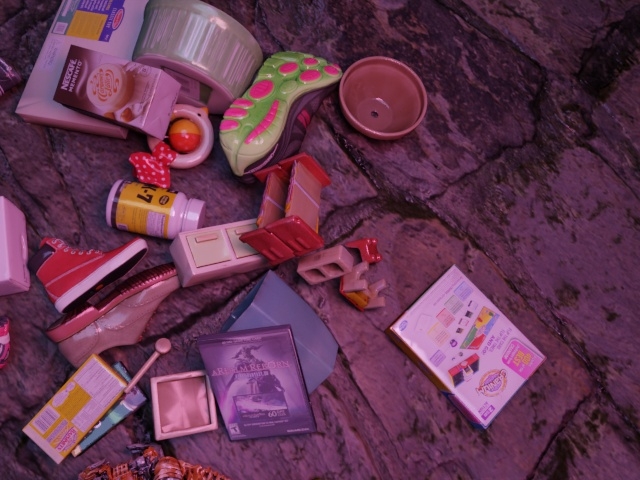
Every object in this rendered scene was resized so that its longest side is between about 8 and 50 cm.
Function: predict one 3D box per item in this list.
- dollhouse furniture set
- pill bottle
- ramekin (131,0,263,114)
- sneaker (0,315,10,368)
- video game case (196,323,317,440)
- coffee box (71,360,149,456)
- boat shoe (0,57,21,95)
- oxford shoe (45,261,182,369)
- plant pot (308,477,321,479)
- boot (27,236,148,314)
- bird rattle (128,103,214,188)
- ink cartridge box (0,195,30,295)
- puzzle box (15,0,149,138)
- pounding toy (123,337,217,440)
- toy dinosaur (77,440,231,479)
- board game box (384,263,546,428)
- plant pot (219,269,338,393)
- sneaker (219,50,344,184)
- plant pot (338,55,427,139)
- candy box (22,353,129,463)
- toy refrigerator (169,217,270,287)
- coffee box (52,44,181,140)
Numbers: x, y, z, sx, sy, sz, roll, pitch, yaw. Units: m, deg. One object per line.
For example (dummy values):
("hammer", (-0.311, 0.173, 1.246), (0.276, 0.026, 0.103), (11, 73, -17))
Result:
("dollhouse furniture set", (0.000, 0.000, 1.285), (0.374, 0.152, 0.201), (44, 40, -37))
("pill bottle", (-0.386, -0.067, 1.301), (0.208, 0.119, 0.119), (12, 71, -5))
("ramekin", (-0.307, -0.437, 1.342), (0.303, 0.303, 0.148), (19, 79, -2))
("sneaker", (-0.815, 0.222, 1.154), (0.299, 0.121, 0.112), (2, 103, 0))
("video game case", (-0.129, 0.305, 1.154), (0.196, 0.026, 0.274), (-8, 116, 8))
("coffee box", (-0.481, 0.364, 1.191), (0.184, 0.040, 0.113), (-37, 82, -17))
("boat shoe", (-0.882, -0.493, 1.369), (0.306, 0.113, 0.105), (44, 65, 4))
("oxford shoe", (-0.425, 0.159, 1.246), (0.348, 0.123, 0.130), (-30, 106, -17))
("plant pot", (-0.072, 0.620, 1.080), (0.207, 0.228, 0.227), (-12, 75, -4))
("boot", (-0.540, 0.029, 1.268), (0.244, 0.088, 0.176), (-36, 79, -13))
("bird rattle", (-0.367, -0.252, 1.353), (0.206, 0.143, 0.254), (-4, 75, -11))
("ink cartridge box", (-0.812, 0.031, 1.208), (0.278, 0.117, 0.201), (-11, 74, -11))
("puzzle box", (-0.577, -0.469, 1.416), (0.272, 0.052, 0.409), (10, 71, 5))
("pounding toy", (-0.331, 0.321, 1.191), (0.181, 0.094, 0.206), (-5, 73, -20))
("toy dinosaur", (-0.328, 0.520, 1.117), (0.321, 0.164, 0.218), (-10, 56, 10))
("board game box", (0.351, 0.253, 1.336), (0.242, 0.064, 0.316), (-40, 82, -18))
("plant pot", (-0.085, 0.220, 1.208), (0.234, 0.165, 0.166), (38, 113, -8))
("sneaker", (-0.102, -0.325, 1.402), (0.185, 0.202, 0.483), (29, 53, 13))
("plant pot", (0.158, -0.365, 1.479), (0.237, 0.110, 0.237), (3, 73, -9))
("candy box", (-0.507, 0.348, 1.144), (0.105, 0.027, 0.206), (42, 82, 2))
("toy refrigerator", (-0.196, 0.018, 1.266), (0.269, 0.094, 0.102), (-13, 73, -34))
("coffee box", (-0.465, -0.338, 1.257), (0.246, 0.098, 0.141), (18, 90, 14))
